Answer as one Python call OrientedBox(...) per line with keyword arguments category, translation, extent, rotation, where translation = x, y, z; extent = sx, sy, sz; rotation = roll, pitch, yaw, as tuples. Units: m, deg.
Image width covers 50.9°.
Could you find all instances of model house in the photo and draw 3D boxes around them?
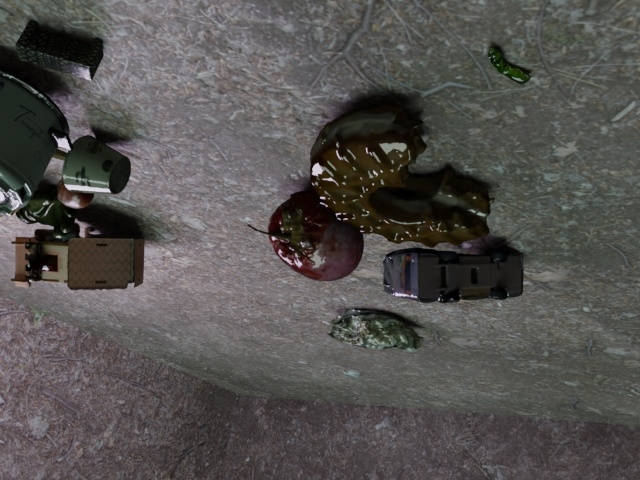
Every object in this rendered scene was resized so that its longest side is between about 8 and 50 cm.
OrientedBox(category="model house", translation=(-0.583, 0.041, 1.734), extent=(0.244, 0.169, 0.326), rotation=(4, 180, 27))

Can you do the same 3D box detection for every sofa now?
OrientedBox(category="sofa", translation=(-0.407, -0.299, 1.056), extent=(0.118, 0.060, 0.039), rotation=(16, 151, -5))

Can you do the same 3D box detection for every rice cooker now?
OrientedBox(category="rice cooker", translation=(-0.587, -0.189, 1.187), extent=(0.281, 0.226, 0.241), rotation=(15, 155, 1))

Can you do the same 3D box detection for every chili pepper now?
OrientedBox(category="chili pepper", translation=(0.252, -0.237, 0.913), extent=(0.083, 0.022, 0.027), rotation=(26, -173, -30))

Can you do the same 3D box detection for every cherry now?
OrientedBox(category="cherry", translation=(0.000, 0.000, 1.390), extent=(0.192, 0.175, 0.250), rotation=(9, 160, 34))

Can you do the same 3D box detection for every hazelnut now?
OrientedBox(category="hazelnut", translation=(-0.564, -0.113, 1.542), extent=(0.086, 0.086, 0.086), rotation=(11, 157, 5))

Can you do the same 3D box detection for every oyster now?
OrientedBox(category="oyster", translation=(0.161, 0.284, 2.042), extent=(0.268, 0.112, 0.198), rotation=(-5, 152, 29))

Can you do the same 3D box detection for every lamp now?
OrientedBox(category="lamp", translation=(-0.496, -0.160, 1.353), extent=(0.215, 0.121, 0.121), rotation=(19, 158, 9))

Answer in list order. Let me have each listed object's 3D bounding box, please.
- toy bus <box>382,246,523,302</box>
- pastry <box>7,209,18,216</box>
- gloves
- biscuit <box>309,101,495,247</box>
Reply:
OrientedBox(category="toy bus", translation=(0.280, 0.072, 1.393), extent=(0.317, 0.112, 0.138), rotation=(4, 176, -37))
OrientedBox(category="pastry", translation=(-0.794, -0.131, 1.507), extent=(0.256, 0.170, 0.237), rotation=(23, 153, -10))
OrientedBox(category="gloves", translation=(-0.664, -0.074, 1.653), extent=(0.268, 0.107, 0.135), rotation=(14, 156, 45))
OrientedBox(category="biscuit", translation=(0.120, -0.098, 1.180), extent=(0.268, 0.115, 0.366), rotation=(-8, 148, 39))
